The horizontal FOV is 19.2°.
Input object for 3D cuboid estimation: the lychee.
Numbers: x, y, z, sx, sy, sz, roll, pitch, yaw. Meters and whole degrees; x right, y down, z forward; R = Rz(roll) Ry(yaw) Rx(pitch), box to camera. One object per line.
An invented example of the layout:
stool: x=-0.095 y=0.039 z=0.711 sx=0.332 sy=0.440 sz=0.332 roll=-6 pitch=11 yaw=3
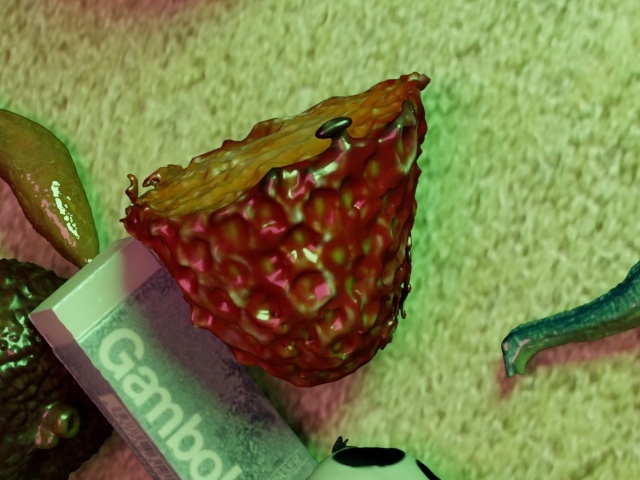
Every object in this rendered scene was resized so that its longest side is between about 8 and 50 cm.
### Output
lychee: x=-0.233 y=0.100 z=1.345 sx=0.194 sy=0.194 sz=0.194 roll=0 pitch=89 yaw=23

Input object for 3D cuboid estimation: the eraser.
eraser: x=-0.098 y=0.106 z=1.287 sx=0.212 sy=0.092 sz=0.046 roll=53 pitch=151 yaw=-12

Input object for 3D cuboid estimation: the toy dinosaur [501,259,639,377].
toy dinosaur: x=0.268 y=-0.005 z=1.184 sx=0.147 sy=0.076 sz=0.363 roll=48 pitch=111 yaw=23

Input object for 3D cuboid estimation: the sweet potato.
sweet potato: x=-0.219 y=-0.057 z=1.408 sx=0.202 sy=0.058 sz=0.055 roll=48 pitch=149 yaw=21

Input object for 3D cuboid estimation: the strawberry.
strawberry: x=0.000 y=0.000 z=1.252 sx=0.234 sy=0.234 sz=0.178 roll=-20 pitch=104 yaw=22

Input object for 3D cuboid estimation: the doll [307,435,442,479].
doll: x=0.069 y=0.204 z=1.250 sx=0.181 sy=0.110 sz=0.107 roll=22 pitch=79 yaw=23
